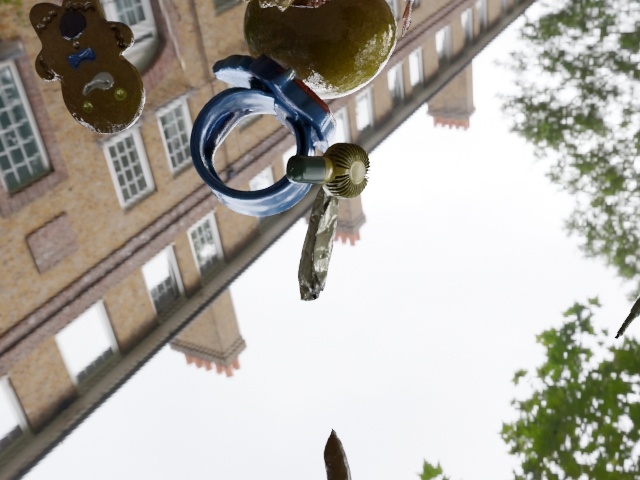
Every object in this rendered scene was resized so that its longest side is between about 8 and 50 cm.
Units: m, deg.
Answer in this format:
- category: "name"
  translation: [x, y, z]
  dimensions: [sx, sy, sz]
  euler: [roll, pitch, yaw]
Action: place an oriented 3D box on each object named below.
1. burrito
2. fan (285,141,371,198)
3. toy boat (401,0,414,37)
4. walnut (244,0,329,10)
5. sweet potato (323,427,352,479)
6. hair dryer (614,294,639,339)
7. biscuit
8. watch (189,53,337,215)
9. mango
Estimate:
- category: "burrito"
  translation: [-0.001, 0.000, 1.357]
  dimensions: [0.058, 0.229, 0.063]
  euler: [15, -177, -19]
- category: "fan"
  translation: [0.013, -0.098, 1.078]
  dimensions: [0.039, 0.082, 0.155]
  euler: [12, -168, 44]
- category: "toy boat"
  translation: [0.100, -0.383, 0.887]
  dimensions: [0.072, 0.318, 0.219]
  euler: [16, -148, 11]
- category: "walnut"
  translation: [-0.079, -0.528, 1.327]
  dimensions: [0.222, 0.244, 0.269]
  euler: [13, -147, -54]
- category: "sweet potato"
  translation: [0.042, 0.443, 1.256]
  dimensions: [0.067, 0.273, 0.067]
  euler: [-13, 174, -1]
- category: "hair dryer"
  translation: [0.573, 0.065, 1.291]
  dimensions: [0.199, 0.167, 0.067]
  euler: [-40, -117, -23]
- category: "biscuit"
  translation: [-0.376, -0.287, 1.245]
  dimensions: [0.180, 0.236, 0.039]
  euler: [-21, -163, 14]
- category: "watch"
  translation: [-0.143, -0.212, 1.499]
  dimensions: [0.305, 0.241, 0.274]
  euler: [37, -96, 13]
- category: "mango"
  translation: [0.003, -0.464, 1.675]
  dimensions: [0.221, 0.301, 0.445]
  euler: [-16, -161, -37]
